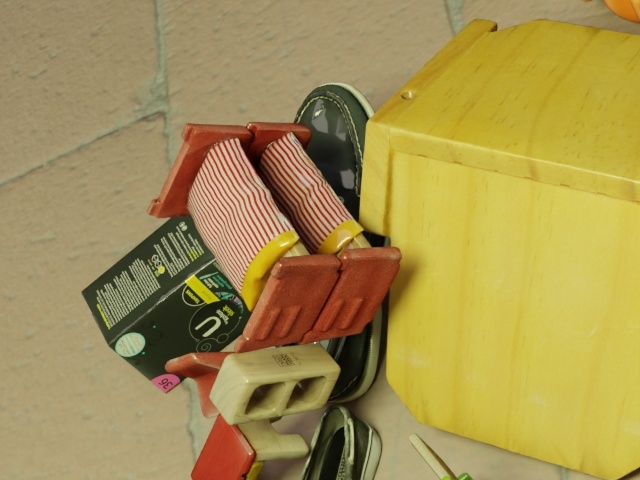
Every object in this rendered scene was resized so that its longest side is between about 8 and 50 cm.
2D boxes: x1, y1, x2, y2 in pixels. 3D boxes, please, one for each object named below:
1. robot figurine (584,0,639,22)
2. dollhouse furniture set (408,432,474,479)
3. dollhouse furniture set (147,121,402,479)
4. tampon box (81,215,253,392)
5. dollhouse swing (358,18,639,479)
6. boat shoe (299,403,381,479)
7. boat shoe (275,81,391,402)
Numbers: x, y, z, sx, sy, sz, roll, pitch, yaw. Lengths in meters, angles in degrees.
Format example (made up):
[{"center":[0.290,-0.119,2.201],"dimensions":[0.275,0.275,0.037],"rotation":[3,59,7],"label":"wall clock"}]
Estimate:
[{"center":[0.353,-0.325,2.011],"dimensions":[0.158,0.128,0.219],"rotation":[-56,33,41],"label":"robot figurine"},{"center":[0.032,0.335,1.709],"dimensions":[0.301,0.197,0.151],"rotation":[-40,46,3],"label":"dollhouse furniture set"},{"center":[-0.088,0.086,1.834],"dimensions":[0.201,0.152,0.374],"rotation":[53,133,34],"label":"dollhouse furniture set"},{"center":[-0.162,0.068,2.090],"dimensions":[0.161,0.120,0.101],"rotation":[-39,45,5],"label":"tampon box"},{"center":[0.250,0.002,1.811],"dimensions":[0.347,0.305,0.315],"rotation":[13,40,31],"label":"dollhouse swing"},{"center":[0.002,0.272,1.864],"dimensions":[0.078,0.070,0.219],"rotation":[-7,56,31],"label":"boat shoe"},{"center":[-0.004,0.000,1.934],"dimensions":[0.127,0.113,0.340],"rotation":[5,91,31],"label":"boat shoe"}]
